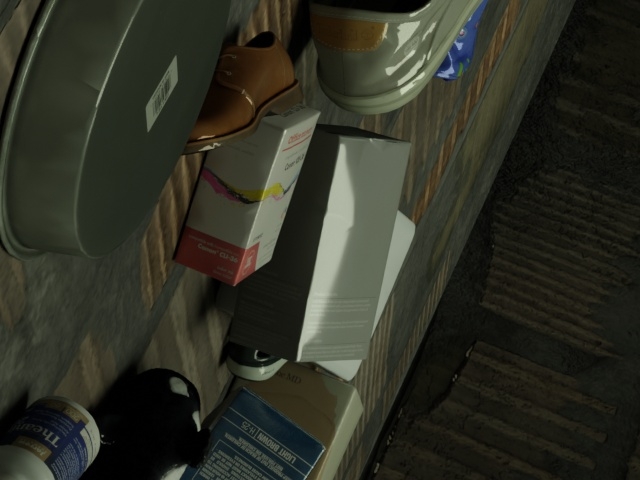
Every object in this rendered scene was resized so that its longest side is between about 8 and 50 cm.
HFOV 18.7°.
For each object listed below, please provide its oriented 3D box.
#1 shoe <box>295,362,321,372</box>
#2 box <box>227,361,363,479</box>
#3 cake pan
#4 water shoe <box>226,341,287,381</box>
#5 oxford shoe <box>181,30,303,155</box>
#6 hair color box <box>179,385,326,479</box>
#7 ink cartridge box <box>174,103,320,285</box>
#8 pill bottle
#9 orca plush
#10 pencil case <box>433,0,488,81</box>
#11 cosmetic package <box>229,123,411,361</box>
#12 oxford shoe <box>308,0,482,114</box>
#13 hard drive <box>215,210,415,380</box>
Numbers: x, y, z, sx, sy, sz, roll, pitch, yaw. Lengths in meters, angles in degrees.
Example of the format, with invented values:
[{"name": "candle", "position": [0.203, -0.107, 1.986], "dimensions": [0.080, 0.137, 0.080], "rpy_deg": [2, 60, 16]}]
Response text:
[{"name": "shoe", "position": [-0.048, 0.228, 2.555], "dimensions": [0.219, 0.058, 0.076], "rpy_deg": [107, -9, -46]}, {"name": "box", "position": [-0.075, 0.298, 2.282], "dimensions": [0.121, 0.148, 0.311], "rpy_deg": [74, 37, -73]}, {"name": "cake pan", "position": [-0.136, -0.114, 1.368], "dimensions": [0.293, 0.054, 0.293], "rpy_deg": [22, 90, -80]}, {"name": "water shoe", "position": [-0.042, 0.087, 2.219], "dimensions": [0.203, 0.073, 0.080], "rpy_deg": [-53, 159, -57]}, {"name": "oxford shoe", "position": [-0.085, -0.123, 1.632], "dimensions": [0.212, 0.076, 0.076], "rpy_deg": [-46, 126, -59]}, {"name": "hair color box", "position": [-0.145, 0.313, 1.795], "dimensions": [0.347, 0.105, 0.174], "rpy_deg": [-54, -178, -21]}, {"name": "ink cartridge box", "position": [-0.061, -0.069, 1.806], "dimensions": [0.115, 0.067, 0.198], "rpy_deg": [-39, 148, -69]}, {"name": "pill bottle", "position": [-0.221, 0.174, 1.480], "dimensions": [0.120, 0.067, 0.067], "rpy_deg": [-52, 161, -58]}, {"name": "orca plush", "position": [-0.197, 0.204, 1.712], "dimensions": [0.151, 0.102, 0.287], "rpy_deg": [-10, -142, 47]}, {"name": "pencil case", "position": [0.159, -0.330, 2.241], "dimensions": [0.119, 0.133, 0.306], "rpy_deg": [-121, -130, -71]}, {"name": "cosmetic package", "position": [0.000, 0.000, 1.982], "dimensions": [0.127, 0.107, 0.238], "rpy_deg": [5, 97, -51]}, {"name": "oxford shoe", "position": [0.115, -0.324, 1.988], "dimensions": [0.449, 0.169, 0.130], "rpy_deg": [-61, 147, -32]}, {"name": "hard drive", "position": [0.001, 0.024, 2.146], "dimensions": [0.203, 0.040, 0.307], "rpy_deg": [-67, 152, -7]}]
